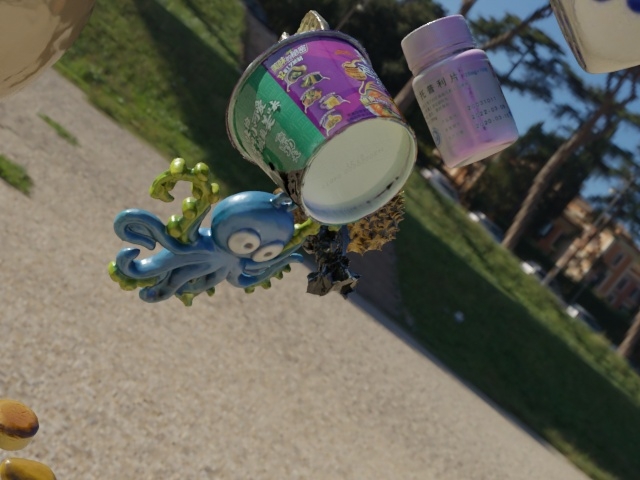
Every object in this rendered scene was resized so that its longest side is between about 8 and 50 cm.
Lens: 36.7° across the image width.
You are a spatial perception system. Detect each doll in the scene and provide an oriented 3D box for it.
[{"bbox_3d":[-0.170,0.014,1.582,0.346,0.341,0.099,31,30,-43],"label":"doll"}]

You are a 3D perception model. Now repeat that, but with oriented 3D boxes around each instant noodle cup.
[{"bbox_3d":[0.012,-0.152,1.408,0.251,0.251,0.190,35,15,-50],"label":"instant noodle cup"}]

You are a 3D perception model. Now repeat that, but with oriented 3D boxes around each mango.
[{"bbox_3d":[-0.516,0.422,1.706,0.114,0.057,0.079,42,26,-27],"label":"mango"}]

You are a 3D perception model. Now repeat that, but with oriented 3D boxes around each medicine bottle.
[{"bbox_3d":[0.253,-0.273,1.779,0.152,0.152,0.255,16,50,-82],"label":"medicine bottle"}]

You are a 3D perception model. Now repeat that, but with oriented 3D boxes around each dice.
[{"bbox_3d":[0.666,-0.538,2.082,0.277,0.304,0.304,62,13,-18],"label":"dice"}]

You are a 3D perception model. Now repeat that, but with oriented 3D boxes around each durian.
[{"bbox_3d":[0.114,-0.055,2.445,0.185,0.305,0.196,33,-39,48],"label":"durian"}]

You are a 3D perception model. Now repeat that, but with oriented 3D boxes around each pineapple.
[{"bbox_3d":[0.000,0.000,1.756,0.237,0.111,0.119,64,-26,22],"label":"pineapple"}]

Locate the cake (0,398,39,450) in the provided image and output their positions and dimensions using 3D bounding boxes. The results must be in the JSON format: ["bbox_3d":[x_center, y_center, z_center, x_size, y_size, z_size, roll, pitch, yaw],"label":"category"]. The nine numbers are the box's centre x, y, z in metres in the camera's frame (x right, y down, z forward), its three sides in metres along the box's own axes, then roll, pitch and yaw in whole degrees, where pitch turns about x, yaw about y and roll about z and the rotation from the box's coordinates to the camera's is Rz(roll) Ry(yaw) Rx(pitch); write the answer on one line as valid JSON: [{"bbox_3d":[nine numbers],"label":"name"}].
[{"bbox_3d":[-0.480,0.284,1.494,0.084,0.044,0.084,29,19,-11],"label":"cake"}]

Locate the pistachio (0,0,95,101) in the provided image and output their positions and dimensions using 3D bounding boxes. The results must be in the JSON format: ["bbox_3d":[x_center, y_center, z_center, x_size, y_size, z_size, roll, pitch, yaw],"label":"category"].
[{"bbox_3d":[-0.417,-0.335,1.190,0.281,0.445,0.365,42,3,1],"label":"pistachio"}]

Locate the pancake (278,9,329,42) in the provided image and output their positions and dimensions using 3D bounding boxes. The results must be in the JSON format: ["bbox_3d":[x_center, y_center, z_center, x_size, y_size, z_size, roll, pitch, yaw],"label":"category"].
[{"bbox_3d":[-0.047,-0.285,1.664,0.029,0.212,0.235,13,-9,-28],"label":"pancake"}]
